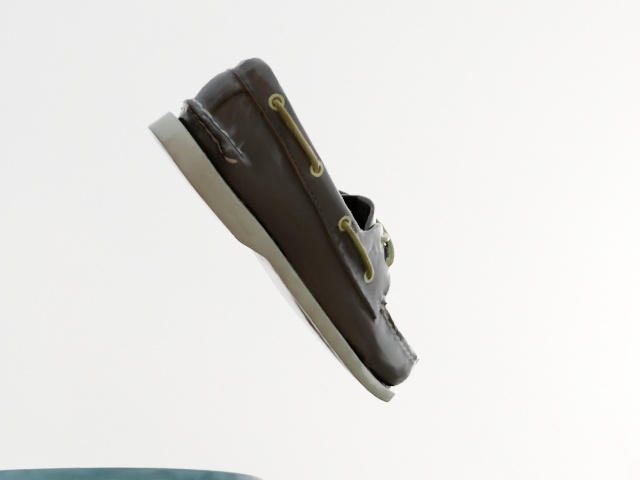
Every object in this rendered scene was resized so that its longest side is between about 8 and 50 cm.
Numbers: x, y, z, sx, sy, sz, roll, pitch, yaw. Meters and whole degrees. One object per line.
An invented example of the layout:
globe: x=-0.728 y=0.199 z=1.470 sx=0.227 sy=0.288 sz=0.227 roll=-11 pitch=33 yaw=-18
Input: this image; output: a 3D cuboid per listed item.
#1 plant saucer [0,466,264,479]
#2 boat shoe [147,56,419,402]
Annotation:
plant saucer: x=-0.200 y=0.204 z=1.500 sx=0.317 sy=0.044 sz=0.317 roll=-1 pitch=-1 yaw=0
boat shoe: x=0.000 y=0.000 z=1.028 sx=0.228 sy=0.068 sz=0.081 roll=52 pitch=-3 yaw=-40
